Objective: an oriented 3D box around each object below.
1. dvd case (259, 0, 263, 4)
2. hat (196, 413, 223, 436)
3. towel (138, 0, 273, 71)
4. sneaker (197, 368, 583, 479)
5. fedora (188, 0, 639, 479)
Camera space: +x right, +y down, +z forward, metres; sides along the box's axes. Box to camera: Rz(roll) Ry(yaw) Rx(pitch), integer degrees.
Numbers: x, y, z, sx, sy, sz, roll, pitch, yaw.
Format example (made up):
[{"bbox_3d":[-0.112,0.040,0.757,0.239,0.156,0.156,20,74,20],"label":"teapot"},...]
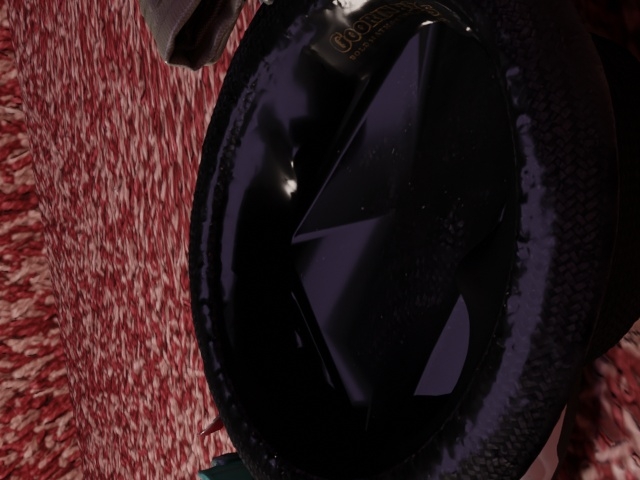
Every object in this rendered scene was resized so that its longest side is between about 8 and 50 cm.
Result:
[{"bbox_3d":[-0.027,-0.170,1.291,0.179,0.030,0.238,55,-166,-80],"label":"dvd case"},{"bbox_3d":[0.000,0.000,1.184,0.173,0.184,0.208,152,104,-73],"label":"hat"},{"bbox_3d":[-0.021,-0.274,1.003,0.312,0.056,0.324,-54,31,21],"label":"towel"},{"bbox_3d":[0.024,0.134,1.086,0.124,0.178,0.295,51,127,46],"label":"sneaker"},{"bbox_3d":[0.072,-0.003,0.933,0.334,0.153,0.334,3,94,55],"label":"fedora"}]
